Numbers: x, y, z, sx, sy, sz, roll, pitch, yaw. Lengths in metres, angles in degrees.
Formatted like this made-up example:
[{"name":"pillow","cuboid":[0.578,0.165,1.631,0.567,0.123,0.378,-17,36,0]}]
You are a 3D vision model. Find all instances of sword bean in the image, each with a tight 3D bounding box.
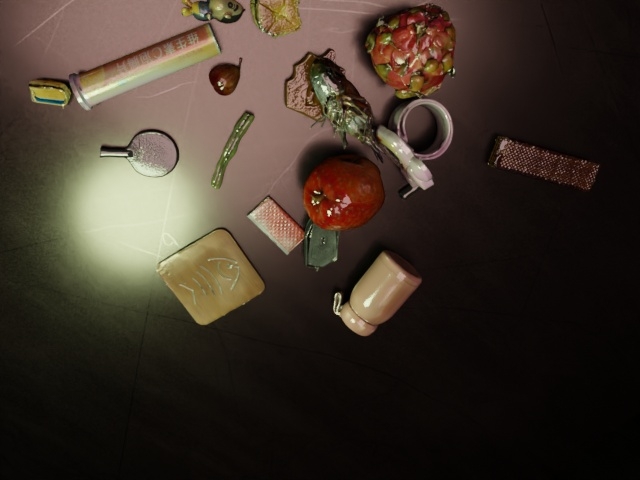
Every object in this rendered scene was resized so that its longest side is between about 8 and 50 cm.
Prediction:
[{"name":"sword bean","cuboid":[-0.282,-0.280,1.789,0.043,0.038,0.269,31,107,7]}]

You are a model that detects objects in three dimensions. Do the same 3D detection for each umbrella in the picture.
[{"name":"umbrella","cuboid":[0.324,-0.186,1.918,0.133,0.031,0.036,-35,115,6]}]

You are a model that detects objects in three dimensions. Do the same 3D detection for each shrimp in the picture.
[{"name":"shrimp","cuboid":[0.067,-0.374,1.722,0.171,0.137,0.372,-17,107,36]}]

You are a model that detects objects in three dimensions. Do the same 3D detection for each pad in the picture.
[{"name":"pad","cuboid":[-0.372,0.129,1.954,0.283,0.018,0.287,-30,114,5]}]

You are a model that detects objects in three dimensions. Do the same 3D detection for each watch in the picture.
[{"name":"watch","cuboid":[0.319,-0.318,1.786,0.217,0.211,0.248,-42,104,1]}]

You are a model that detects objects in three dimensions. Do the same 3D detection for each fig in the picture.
[{"name":"fig","cuboid":[-0.267,-0.490,1.687,0.125,0.089,0.089,-40,114,-13]}]

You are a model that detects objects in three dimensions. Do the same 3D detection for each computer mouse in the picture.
[{"name":"computer mouse","cuboid":[-0.003,-0.001,1.929,0.126,0.071,0.231,-12,125,-19]}]

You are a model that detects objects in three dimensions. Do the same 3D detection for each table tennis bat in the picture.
[{"name":"table tennis bat","cuboid":[-0.559,-0.268,1.758,0.236,0.027,0.150,0,113,-10]}]

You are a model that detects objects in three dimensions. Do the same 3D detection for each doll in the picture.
[{"name":"doll","cuboid":[-0.302,-0.659,1.605,0.179,0.102,0.089,1,155,-13]}]

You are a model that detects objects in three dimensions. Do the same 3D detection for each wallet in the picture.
[{"name":"wallet","cuboid":[-0.143,-0.050,1.912,0.103,0.020,0.196,-42,112,10]}]

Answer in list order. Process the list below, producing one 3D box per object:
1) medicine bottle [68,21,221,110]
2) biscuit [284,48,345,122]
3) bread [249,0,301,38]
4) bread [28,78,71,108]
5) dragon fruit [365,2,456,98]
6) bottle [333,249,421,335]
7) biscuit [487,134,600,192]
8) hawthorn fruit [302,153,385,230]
[{"name":"medicine bottle","cuboid":[-0.497,-0.505,1.630,0.425,0.108,0.108,-23,114,0]},{"name":"biscuit","cuboid":[-0.008,-0.483,1.742,0.182,0.034,0.215,21,106,-20]},{"name":"bread","cuboid":[-0.126,-0.652,1.638,0.140,0.069,0.128,-17,115,-5]},{"name":"bread","cuboid":[-0.782,-0.431,1.645,0.105,0.053,0.072,6,135,-8]},{"name":"dragon fruit","cuboid":[0.273,-0.536,1.625,0.250,0.291,0.269,-26,115,-3]},{"name":"bottle","cuboid":[0.188,0.182,1.987,0.206,0.173,0.297,40,106,11]},{"name":"biscuit","cuboid":[0.756,-0.261,1.928,0.387,0.073,0.108,12,109,-13]},{"name":"hawthorn fruit","cuboid":[0.071,-0.146,1.775,0.261,0.258,0.258,-36,115,-17]}]
